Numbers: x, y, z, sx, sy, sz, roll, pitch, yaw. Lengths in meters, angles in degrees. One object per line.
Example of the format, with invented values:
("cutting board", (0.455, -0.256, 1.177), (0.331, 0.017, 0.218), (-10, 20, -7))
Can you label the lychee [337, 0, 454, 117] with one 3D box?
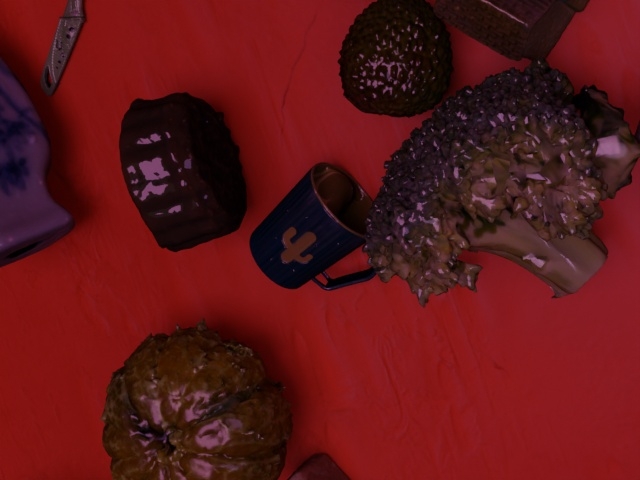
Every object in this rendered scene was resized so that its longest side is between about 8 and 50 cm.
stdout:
("lychee", (0.103, -0.244, 1.279), (0.171, 0.171, 0.171), (5, 103, 20))

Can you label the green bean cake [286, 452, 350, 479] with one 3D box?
("green bean cake", (0.017, 0.424, 1.482), (0.179, 0.109, 0.085), (45, 114, 7))

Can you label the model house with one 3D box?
("model house", (0.240, -0.344, 1.184), (0.195, 0.189, 0.214), (36, 113, 8))

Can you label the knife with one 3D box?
("knife", (-0.385, -0.361, 1.517), (0.043, 0.020, 0.293), (31, 112, 11))

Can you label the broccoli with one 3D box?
("broccoli", (0.216, -0.062, 1.208), (0.317, 0.277, 0.339), (15, 111, 10))

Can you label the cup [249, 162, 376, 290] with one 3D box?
("cup", (0.000, 0.000, 1.393), (0.155, 0.131, 0.176), (-39, 97, 29))

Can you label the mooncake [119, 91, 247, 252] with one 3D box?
("mooncake", (-0.191, -0.104, 1.391), (0.124, 0.228, 0.228), (-13, 97, 15))

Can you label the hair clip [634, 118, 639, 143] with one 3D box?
("hair clip", (0.465, -0.260, 1.136), (0.101, 0.085, 0.331), (19, 94, 3))

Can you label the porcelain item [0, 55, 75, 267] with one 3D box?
("porcelain item", (-0.551, -0.163, 1.506), (0.178, 0.242, 0.405), (-28, 89, 49))

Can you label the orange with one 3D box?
("orange", (-0.192, 0.277, 1.475), (0.300, 0.223, 0.301), (-32, 86, 13))
